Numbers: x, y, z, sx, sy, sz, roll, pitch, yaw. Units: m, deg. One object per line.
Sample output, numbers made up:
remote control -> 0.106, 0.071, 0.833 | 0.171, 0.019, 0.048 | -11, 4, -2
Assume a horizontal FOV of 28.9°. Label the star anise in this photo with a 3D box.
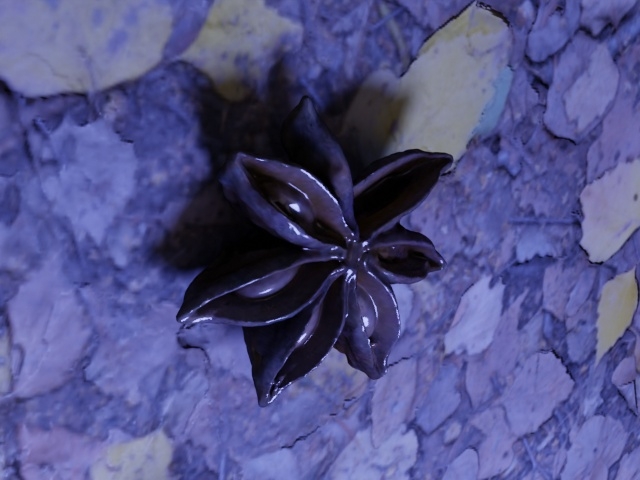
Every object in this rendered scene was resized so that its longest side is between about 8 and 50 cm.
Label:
star anise -> -0.002, 0.016, 0.801 | 0.212, 0.073, 0.197 | 17, 93, -44
